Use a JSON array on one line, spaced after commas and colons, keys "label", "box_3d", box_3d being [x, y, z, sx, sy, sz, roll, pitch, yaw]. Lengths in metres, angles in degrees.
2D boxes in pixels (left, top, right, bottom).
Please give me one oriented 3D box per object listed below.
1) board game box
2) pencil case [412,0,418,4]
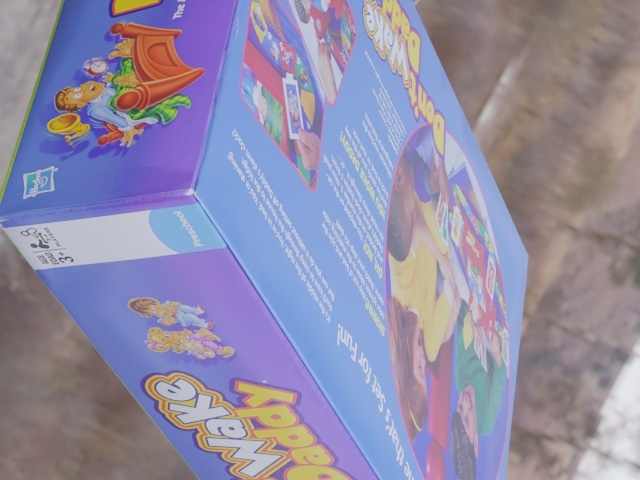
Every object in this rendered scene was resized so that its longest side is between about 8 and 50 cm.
[{"label": "board game box", "box_3d": [0.000, 0.000, 0.780, 0.347, 0.078, 0.233, 60, 32, -46]}, {"label": "pencil case", "box_3d": [0.105, -0.253, 1.140, 0.386, 0.167, 0.160, -20, -119, 54]}]
